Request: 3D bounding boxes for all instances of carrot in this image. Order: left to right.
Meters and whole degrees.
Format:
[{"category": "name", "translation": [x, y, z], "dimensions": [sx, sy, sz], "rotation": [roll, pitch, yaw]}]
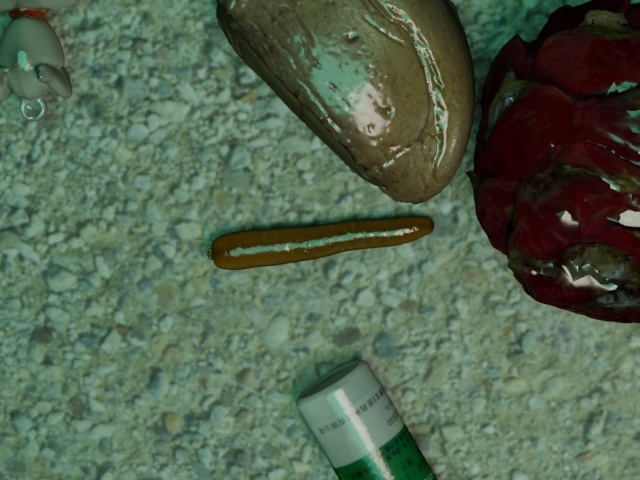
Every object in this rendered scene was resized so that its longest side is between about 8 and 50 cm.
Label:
[{"category": "carrot", "translation": [0.000, 0.000, 1.638], "dimensions": [0.247, 0.043, 0.043], "rotation": [-7, 99, 6]}]

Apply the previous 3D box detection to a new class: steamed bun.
[{"category": "steamed bun", "translation": [0.046, -0.197, 1.509], "dimensions": [0.199, 0.251, 0.301], "rotation": [-44, 97, 0]}]

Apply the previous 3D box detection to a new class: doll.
[{"category": "doll", "translation": [-0.312, -0.318, 1.594], "dimensions": [0.188, 0.099, 0.384], "rotation": [-2, 93, 7]}]

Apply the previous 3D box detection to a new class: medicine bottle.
[{"category": "medicine bottle", "translation": [0.074, 0.259, 1.648], "dimensions": [0.095, 0.095, 0.260], "rotation": [-29, 97, 10]}]

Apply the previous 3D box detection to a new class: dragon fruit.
[{"category": "dragon fruit", "translation": [0.295, -0.075, 1.456], "dimensions": [0.329, 0.329, 0.329], "rotation": [1, 100, 6]}]
